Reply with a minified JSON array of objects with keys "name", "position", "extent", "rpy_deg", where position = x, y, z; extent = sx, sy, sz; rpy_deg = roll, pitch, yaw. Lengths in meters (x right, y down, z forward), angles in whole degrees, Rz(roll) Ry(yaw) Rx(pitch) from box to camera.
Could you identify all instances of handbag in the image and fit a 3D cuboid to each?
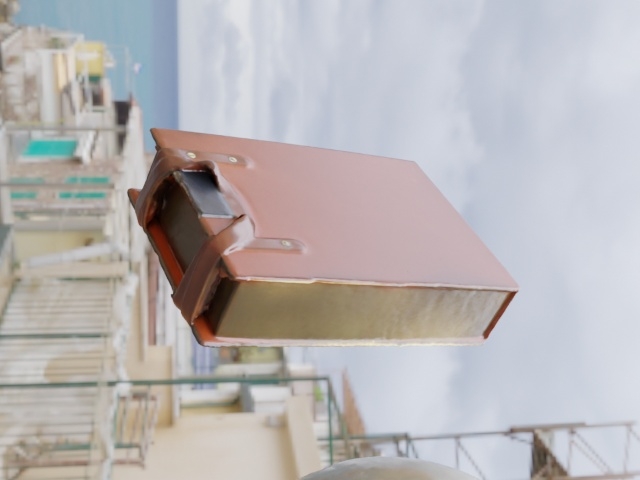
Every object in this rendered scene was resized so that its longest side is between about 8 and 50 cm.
[{"name":"handbag","position":[0.000,0.000,0.531],"extent":[0.127,0.190,0.062],"rpy_deg":[56,-50,40]}]

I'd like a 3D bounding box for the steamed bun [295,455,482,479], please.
[{"name":"steamed bun","position":[0.044,0.239,0.544],"extent":[0.145,0.232,0.231],"rpy_deg":[32,54,-70]}]
